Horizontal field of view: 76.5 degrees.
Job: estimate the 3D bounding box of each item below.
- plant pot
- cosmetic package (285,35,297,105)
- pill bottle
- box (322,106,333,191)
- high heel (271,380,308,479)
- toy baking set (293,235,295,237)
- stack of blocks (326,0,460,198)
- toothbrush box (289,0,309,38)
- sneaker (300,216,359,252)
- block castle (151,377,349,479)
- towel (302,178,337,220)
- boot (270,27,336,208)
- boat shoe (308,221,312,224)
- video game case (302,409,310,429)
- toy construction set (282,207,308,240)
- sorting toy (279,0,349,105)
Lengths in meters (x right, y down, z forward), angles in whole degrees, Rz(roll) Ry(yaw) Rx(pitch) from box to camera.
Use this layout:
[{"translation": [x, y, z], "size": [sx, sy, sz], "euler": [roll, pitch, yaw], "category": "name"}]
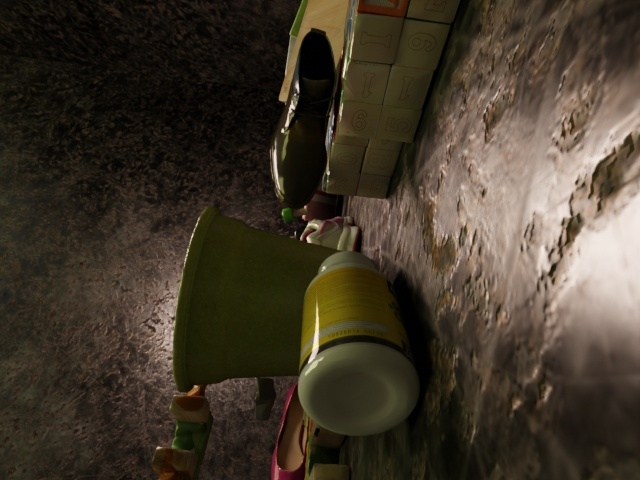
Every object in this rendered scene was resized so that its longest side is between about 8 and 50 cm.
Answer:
[{"translation": [-0.059, 0.098, 0.623], "size": [0.276, 0.253, 0.276], "euler": [-173, 90, -85], "category": "plant pot"}, {"translation": [-0.007, -0.486, 1.349], "size": [0.385, 0.217, 0.156], "euler": [102, 174, -74], "category": "cosmetic package"}, {"translation": [0.032, 0.087, 0.409], "size": [0.184, 0.103, 0.103], "euler": [-89, 6, -62], "category": "pill bottle"}, {"translation": [0.057, -0.300, 1.011], "size": [0.307, 0.076, 0.242], "euler": [-87, 5, -50], "category": "box"}, {"translation": [-0.104, 0.674, 1.384], "size": [0.181, 0.127, 0.377], "euler": [84, -170, -47], "category": "high heel"}, {"translation": [-0.074, 0.014, 1.449], "size": [0.197, 0.256, 0.030], "euler": [-42, 71, 49], "category": "toy baking set"}, {"translation": [0.067, -0.189, 0.489], "size": [0.297, 0.087, 0.171], "euler": [100, 175, -49], "category": "stack of blocks"}, {"translation": [0.037, -0.626, 1.005], "size": [0.283, 0.122, 0.206], "euler": [-61, 13, 26], "category": "toothbrush box"}, {"translation": [0.013, -0.006, 0.871], "size": [0.252, 0.111, 0.103], "euler": [-122, 38, -85], "category": "sneaker"}, {"translation": [-0.114, 0.367, 0.699], "size": [0.213, 0.303, 0.453], "euler": [97, 179, -49], "category": "block castle"}, {"translation": [0.011, -0.223, 1.279], "size": [0.237, 0.037, 0.329], "euler": [-3, -80, -70], "category": "towel"}, {"translation": [-0.024, -0.157, 0.521], "size": [0.106, 0.082, 0.219], "euler": [97, 180, -73], "category": "boot"}, {"translation": [0.000, 0.000, 1.278], "size": [0.258, 0.095, 0.084], "euler": [-90, 12, -74], "category": "boat shoe"}, {"translation": [-0.021, 0.446, 1.296], "size": [0.248, 0.035, 0.275], "euler": [103, 173, -68], "category": "video game case"}, {"translation": [-0.108, 0.121, 1.025], "size": [0.309, 0.237, 0.257], "euler": [71, -170, -50], "category": "toy construction set"}, {"translation": [0.039, -0.361, 0.728], "size": [0.257, 0.089, 0.255], "euler": [39, 113, 61], "category": "sorting toy"}]
